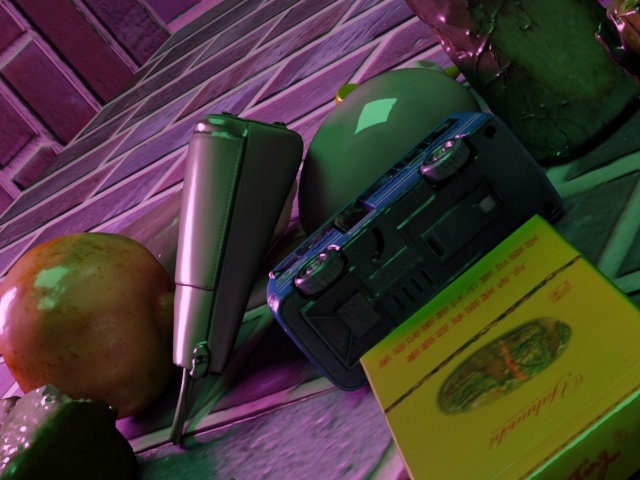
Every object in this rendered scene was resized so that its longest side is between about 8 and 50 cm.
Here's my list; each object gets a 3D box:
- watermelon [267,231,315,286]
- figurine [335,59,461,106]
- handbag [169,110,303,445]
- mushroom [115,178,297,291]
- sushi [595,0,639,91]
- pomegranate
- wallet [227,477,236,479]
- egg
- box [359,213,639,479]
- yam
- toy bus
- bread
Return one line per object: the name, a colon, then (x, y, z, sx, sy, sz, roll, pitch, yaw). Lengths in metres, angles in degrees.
watermelon: (0.006, 0.045, 1.362, 0.105, 0.105, 0.062, -43, -26, -8)
figurine: (0.093, -0.153, 1.687, 0.178, 0.109, 0.129, -40, -6, -10)
handbag: (-0.087, 0.042, 1.416, 0.241, 0.109, 0.315, 113, 164, -89)
mushroom: (-0.192, 0.041, 1.723, 0.407, 0.137, 0.154, -41, 27, 8)
sushi: (0.336, -0.254, 1.312, 0.291, 0.139, 0.131, -50, 11, -25)
pomegranate: (-0.242, 0.089, 1.571, 0.207, 0.207, 0.207, -37, 16, 13)
wallet: (-0.111, 0.256, 1.140, 0.155, 0.039, 0.110, -41, 13, -2)
egg: (0.063, -0.070, 1.403, 0.209, 0.151, 0.151, -42, 14, 21)
box: (0.131, 0.092, 1.012, 0.187, 0.047, 0.335, -39, 15, 4)
yam: (0.183, -0.197, 1.376, 0.154, 0.254, 0.154, -40, -7, -6)
toy bus: (0.071, 0.005, 1.253, 0.246, 0.113, 0.134, -41, 16, -3)
bread: (-0.344, 0.277, 1.447, 0.382, 0.129, 0.366, -38, 16, 7)
